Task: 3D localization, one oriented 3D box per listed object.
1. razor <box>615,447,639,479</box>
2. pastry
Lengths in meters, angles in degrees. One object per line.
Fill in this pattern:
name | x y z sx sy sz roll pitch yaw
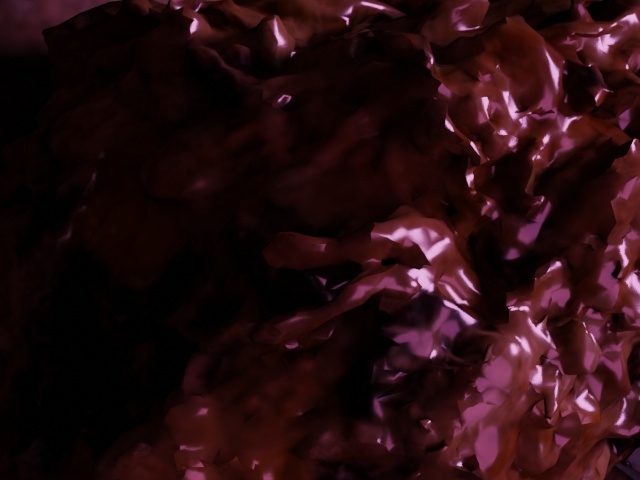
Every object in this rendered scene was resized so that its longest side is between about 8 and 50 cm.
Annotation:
razor | 0.230 0.163 0.944 0.278 0.111 0.056 47 65 -39
pastry | 0.000 0.000 0.502 0.275 0.275 0.193 -26 89 -39
